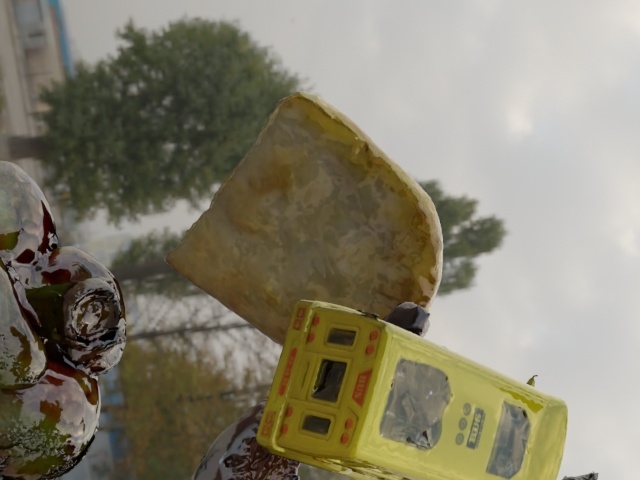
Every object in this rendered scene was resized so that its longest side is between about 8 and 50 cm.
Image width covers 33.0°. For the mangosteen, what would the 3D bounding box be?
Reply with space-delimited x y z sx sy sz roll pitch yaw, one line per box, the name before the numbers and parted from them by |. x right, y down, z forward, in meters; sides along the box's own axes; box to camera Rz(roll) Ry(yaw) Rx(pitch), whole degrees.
mangosteen | -0.421 0.128 1.190 0.421 0.380 0.381 -50 -136 37

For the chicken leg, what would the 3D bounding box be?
chicken leg | -0.040 0.203 1.006 0.158 0.407 0.096 2 -45 53

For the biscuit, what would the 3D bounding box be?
biscuit | 0.000 0.000 1.839 0.429 0.446 0.104 -58 173 26

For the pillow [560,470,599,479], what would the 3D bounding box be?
pillow | 0.326 0.446 1.686 0.059 0.255 0.169 49 -29 30

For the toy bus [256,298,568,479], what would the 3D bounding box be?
toy bus | 0.108 0.164 0.966 0.152 0.330 0.144 2 -108 48
